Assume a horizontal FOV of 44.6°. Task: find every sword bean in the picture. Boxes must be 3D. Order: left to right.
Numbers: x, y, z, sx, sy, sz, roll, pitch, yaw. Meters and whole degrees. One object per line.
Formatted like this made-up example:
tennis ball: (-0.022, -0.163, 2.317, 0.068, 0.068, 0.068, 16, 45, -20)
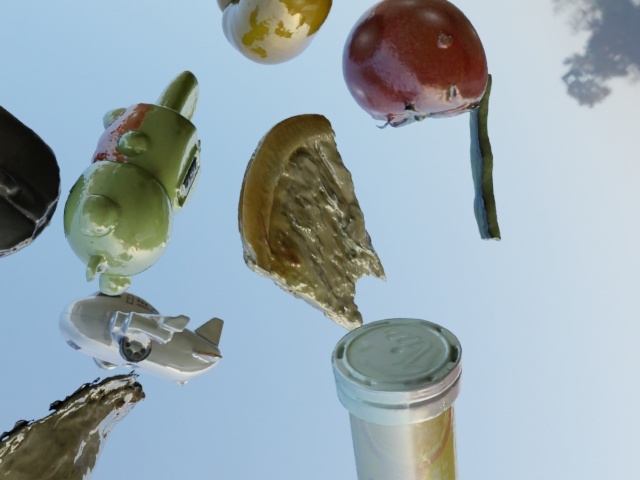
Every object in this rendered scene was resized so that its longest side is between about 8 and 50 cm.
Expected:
sword bean: (0.256, -0.131, 1.225, 0.038, 0.043, 0.269, -12, -81, -63)

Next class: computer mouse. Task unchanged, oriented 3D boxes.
computer mouse: (-0.377, -0.093, 0.755, 0.270, 0.086, 0.137, 35, -113, -19)

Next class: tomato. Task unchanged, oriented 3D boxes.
tomato: (0.107, -0.210, 0.908, 0.167, 0.167, 0.167, 35, -148, -26)

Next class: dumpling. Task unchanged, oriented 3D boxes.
dumpling: (-0.283, 0.247, 0.696, 0.086, 0.332, 0.166, 41, 168, 12)

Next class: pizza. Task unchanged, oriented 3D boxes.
pizza: (0.000, 0.000, 0.834, 0.181, 0.034, 0.262, -49, -58, -35)

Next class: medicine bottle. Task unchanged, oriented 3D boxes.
medicine bottle: (0.056, 0.157, 0.480, 0.074, 0.074, 0.218, -62, -32, -59)

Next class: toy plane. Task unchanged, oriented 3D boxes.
toy plane: (-0.254, 0.136, 1.127, 0.245, 0.245, 0.117, 28, -115, -35)

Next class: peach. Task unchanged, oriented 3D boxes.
peach: (-0.054, -0.285, 0.867, 0.103, 0.179, 0.179, 3, -129, -31)

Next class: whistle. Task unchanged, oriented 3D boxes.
whistle: (-0.183, -0.072, 0.801, 0.106, 0.131, 0.288, 10, -128, 5)
